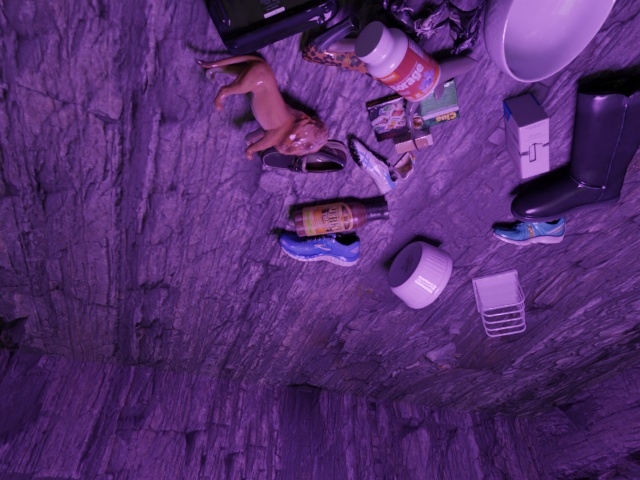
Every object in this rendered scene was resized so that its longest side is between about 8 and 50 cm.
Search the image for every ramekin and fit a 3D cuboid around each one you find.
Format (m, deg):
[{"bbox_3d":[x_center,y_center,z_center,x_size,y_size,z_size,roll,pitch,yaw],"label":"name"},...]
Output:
[{"bbox_3d":[0.382,0.125,1.722,0.127,0.272,0.273,31,130,-14],"label":"ramekin"}]

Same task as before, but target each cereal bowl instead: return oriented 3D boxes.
[{"bbox_3d":[0.517,-0.558,1.009,0.340,0.141,0.338,-19,141,-17],"label":"cereal bowl"}]

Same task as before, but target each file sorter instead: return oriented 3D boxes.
[{"bbox_3d":[0.819,0.294,1.969,0.193,0.172,0.277,-14,137,15],"label":"file sorter"}]

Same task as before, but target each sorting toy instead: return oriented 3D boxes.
[{"bbox_3d":[0.288,-0.243,1.440,0.045,0.075,0.083,22,134,-23],"label":"sorting toy"}]

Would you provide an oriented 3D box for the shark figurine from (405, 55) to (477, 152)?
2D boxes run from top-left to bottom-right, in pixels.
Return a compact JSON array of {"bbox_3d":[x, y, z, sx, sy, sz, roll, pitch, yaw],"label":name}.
[{"bbox_3d":[0.291,-0.400,1.205,0.167,0.116,0.278,25,120,-9],"label":"shark figurine"}]

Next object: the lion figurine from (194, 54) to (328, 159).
[{"bbox_3d":[-0.152,-0.387,1.235,0.241,0.142,0.392,-23,129,13],"label":"lion figurine"}]

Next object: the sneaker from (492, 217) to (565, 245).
[{"bbox_3d":[0.800,-0.050,1.664,0.276,0.107,0.109,-5,118,-2],"label":"sneaker"}]

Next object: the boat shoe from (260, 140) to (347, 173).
[{"bbox_3d":[-0.054,-0.264,1.400,0.286,0.092,0.102,0,138,-1],"label":"boat shoe"}]

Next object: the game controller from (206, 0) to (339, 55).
[{"bbox_3d":[-0.119,-0.586,1.078,0.320,0.067,0.166,-15,120,13],"label":"game controller"}]

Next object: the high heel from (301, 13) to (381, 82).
[{"bbox_3d":[0.083,-0.485,1.188,0.186,0.093,0.261,-11,150,40],"label":"high heel"}]

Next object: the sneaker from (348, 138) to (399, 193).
[{"bbox_3d":[0.174,-0.255,1.434,0.086,0.085,0.237,-43,124,5],"label":"sneaker"}]

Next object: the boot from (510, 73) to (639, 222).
[{"bbox_3d":[0.804,-0.273,1.359,0.368,0.146,0.445,-15,139,4],"label":"boot"}]

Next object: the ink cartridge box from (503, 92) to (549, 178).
[{"bbox_3d":[0.623,-0.315,1.311,0.086,0.148,0.203,-17,136,14],"label":"ink cartridge box"}]

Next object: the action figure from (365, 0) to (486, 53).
[{"bbox_3d":[0.255,-0.556,1.050,0.276,0.140,0.164,29,176,22],"label":"action figure"}]

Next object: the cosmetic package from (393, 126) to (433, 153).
[{"bbox_3d":[0.292,-0.319,1.368,0.115,0.060,0.041,-13,136,15],"label":"cosmetic package"}]

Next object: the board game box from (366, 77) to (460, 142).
[{"bbox_3d":[0.282,-0.392,1.312,0.260,0.030,0.136,-14,134,14],"label":"board game box"}]

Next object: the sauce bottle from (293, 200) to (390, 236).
[{"bbox_3d":[0.077,-0.089,1.585,0.345,0.111,0.111,-10,137,8],"label":"sauce bottle"}]

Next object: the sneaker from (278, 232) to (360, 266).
[{"bbox_3d":[0.000,0.000,1.693,0.331,0.129,0.147,6,123,-12],"label":"sneaker"}]

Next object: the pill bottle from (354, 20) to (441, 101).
[{"bbox_3d":[0.191,-0.445,1.079,0.216,0.121,0.121,17,137,-39],"label":"pill bottle"}]
